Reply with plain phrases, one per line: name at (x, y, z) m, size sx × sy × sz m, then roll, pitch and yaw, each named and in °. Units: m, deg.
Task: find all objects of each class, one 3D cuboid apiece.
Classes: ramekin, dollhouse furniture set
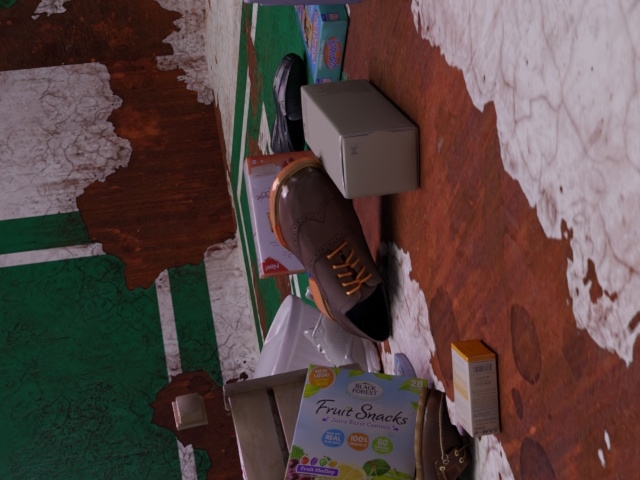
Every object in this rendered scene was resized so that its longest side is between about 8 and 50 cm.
ramekin at (-0.046, 0.251, 2.153) m, size 0.273 × 0.127 × 0.273 m, roll -161°, pitch 90°, yaw -82°
dollhouse furniture set at (-0.015, 0.363, 1.613) m, size 0.174 × 0.355 × 0.303 m, roll 92°, pitch 166°, yaw -53°

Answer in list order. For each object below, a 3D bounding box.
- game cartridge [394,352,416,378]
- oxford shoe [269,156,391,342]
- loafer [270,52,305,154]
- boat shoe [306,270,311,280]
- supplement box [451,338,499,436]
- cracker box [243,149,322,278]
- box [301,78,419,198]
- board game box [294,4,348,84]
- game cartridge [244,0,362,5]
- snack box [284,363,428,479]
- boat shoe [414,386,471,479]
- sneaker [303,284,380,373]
game cartridge at (0.128, 0.208, 1.678) m, size 0.083 × 0.017 × 0.056 m, roll -120°, pitch 28°, yaw -65°
oxford shoe at (0.033, 0.019, 1.680) m, size 0.132 × 0.130 × 0.364 m, roll 41°, pitch 166°, yaw 43°
loafer at (-0.053, -0.269, 2.240) m, size 0.078 × 0.076 × 0.223 m, roll 25°, pitch 123°, yaw 35°
boat shoe at (0.000, 0.000, 2.000) m, size 0.089 × 0.109 × 0.258 m, roll -71°, pitch -19°, yaw -63°
supplement box at (0.181, 0.172, 1.288) m, size 0.062 × 0.036 × 0.099 m, roll -134°, pitch 38°, yaw -73°
cracker box at (-0.055, -0.052, 2.126) m, size 0.067 × 0.155 × 0.232 m, roll 135°, pitch 126°, yaw -77°
box at (0.052, -0.152, 1.581) m, size 0.275 × 0.113 × 0.094 m, roll -116°, pitch 21°, yaw -65°
board game box at (-0.003, -0.396, 1.889) m, size 0.160 × 0.047 × 0.210 m, roll 100°, pitch 161°, yaw -58°
game cartridge at (0.009, -0.359, 1.414) m, size 0.297 × 0.198 × 0.062 m, roll 171°, pitch 91°, yaw -79°
snack box at (0.051, 0.282, 1.519) m, size 0.070 × 0.174 × 0.207 m, roll 85°, pitch -167°, yaw -51°
boat shoe at (0.158, 0.275, 1.416) m, size 0.073 × 0.073 × 0.207 m, roll -61°, pitch -27°, yaw -51°
sneaker at (0.034, 0.186, 1.893) m, size 0.099 × 0.121 × 0.263 m, roll 136°, pitch 126°, yaw -79°
